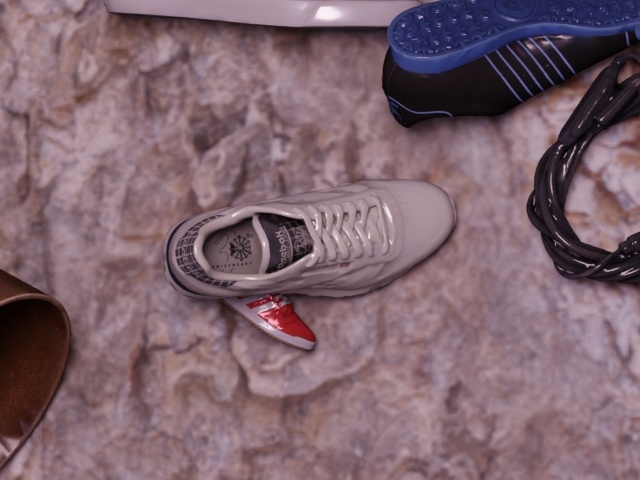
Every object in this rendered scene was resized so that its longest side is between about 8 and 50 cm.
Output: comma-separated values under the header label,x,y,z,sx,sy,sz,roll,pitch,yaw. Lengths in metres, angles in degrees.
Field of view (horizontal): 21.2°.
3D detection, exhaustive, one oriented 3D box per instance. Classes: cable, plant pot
label,x,y,z,sx,sy,sz,roll,pitch,yaw
cable,0.246,-0.043,1.322,0.151,0.047,0.184,33,88,5
plant pot,-0.352,0.071,1.332,0.230,0.215,0.215,34,93,21

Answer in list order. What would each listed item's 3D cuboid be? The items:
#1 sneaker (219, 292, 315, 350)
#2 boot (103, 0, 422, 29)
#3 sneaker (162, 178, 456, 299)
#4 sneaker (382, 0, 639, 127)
label,x,y,z,sx,sy,sz,roll,pitch,yaw
sneaker,-0.041,0.032,1.358,0.118,0.042,0.067,35,96,9
boot,-0.044,-0.230,1.337,0.258,0.095,0.123,6,96,9
sneaker,0.000,0.000,1.302,0.235,0.095,0.090,-13,85,-17
sneaker,0.157,-0.149,1.323,0.232,0.090,0.081,-12,52,-12
